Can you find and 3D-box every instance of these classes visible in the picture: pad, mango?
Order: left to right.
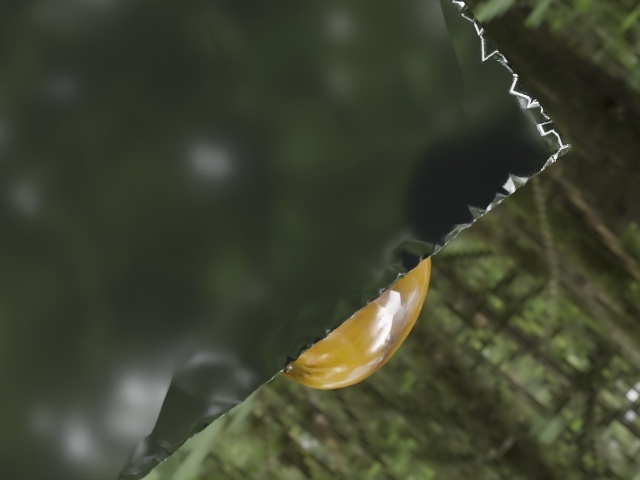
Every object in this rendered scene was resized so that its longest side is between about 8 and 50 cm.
[{"bbox_3d":[-0.118,0.005,0.614,0.367,0.247,0.007,-38,-143,4],"label":"pad"},{"bbox_3d":[0.000,0.000,1.195,0.145,0.112,0.219,-25,-143,16],"label":"mango"}]
